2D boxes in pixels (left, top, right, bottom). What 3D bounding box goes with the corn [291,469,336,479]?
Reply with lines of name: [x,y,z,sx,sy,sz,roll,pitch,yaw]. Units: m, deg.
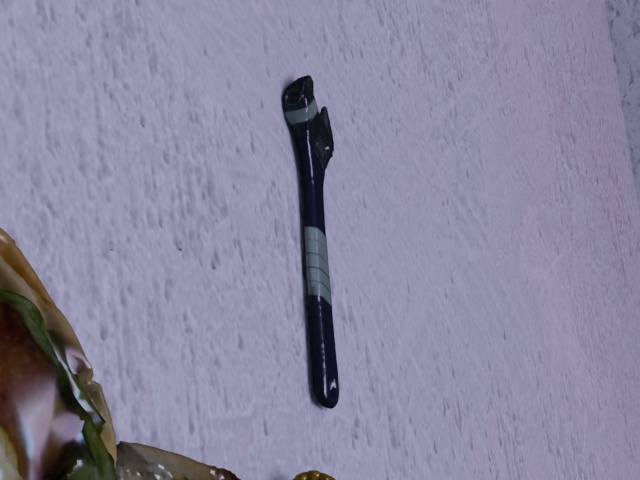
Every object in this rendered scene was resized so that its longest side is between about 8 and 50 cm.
corn: [0.028,0.268,1.211,0.068,0.068,0.207,-78,148,-42]

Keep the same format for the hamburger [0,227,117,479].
hamburger: [-0.191,0.090,0.635,0.162,0.209,0.330,-27,106,-65]

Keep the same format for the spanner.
spanner: [0.000,0.000,1.328,0.087,0.024,0.316,35,48,-65]

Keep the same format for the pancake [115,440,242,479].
pancake: [-0.068,0.267,1.016,0.212,0.056,0.257,7,80,-58]
